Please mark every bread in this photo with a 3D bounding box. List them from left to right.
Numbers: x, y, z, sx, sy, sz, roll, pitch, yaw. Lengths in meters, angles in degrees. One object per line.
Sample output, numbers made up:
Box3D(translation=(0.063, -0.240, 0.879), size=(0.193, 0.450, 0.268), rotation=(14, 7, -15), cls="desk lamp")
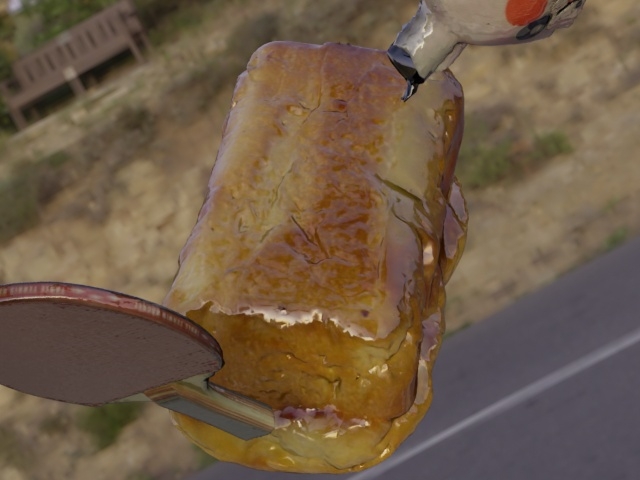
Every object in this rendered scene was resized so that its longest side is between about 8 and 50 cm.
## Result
Box3D(translation=(0.003, 0.005, 1.076), size=(0.195, 0.149, 0.344), rotation=(9, 42, 7), cls="bread")

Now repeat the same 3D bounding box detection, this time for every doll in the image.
Box3D(translation=(0.098, -0.165, 0.743), size=(0.149, 0.095, 0.192), rotation=(-49, -14, -29), cls="doll")

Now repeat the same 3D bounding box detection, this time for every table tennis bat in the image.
Box3D(translation=(-0.102, 0.068, 0.818), size=(0.130, 0.019, 0.220), rotation=(-18, -32, 34), cls="table tennis bat")
